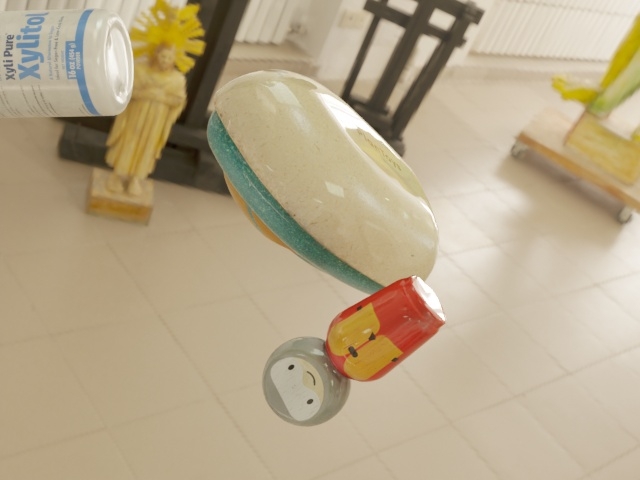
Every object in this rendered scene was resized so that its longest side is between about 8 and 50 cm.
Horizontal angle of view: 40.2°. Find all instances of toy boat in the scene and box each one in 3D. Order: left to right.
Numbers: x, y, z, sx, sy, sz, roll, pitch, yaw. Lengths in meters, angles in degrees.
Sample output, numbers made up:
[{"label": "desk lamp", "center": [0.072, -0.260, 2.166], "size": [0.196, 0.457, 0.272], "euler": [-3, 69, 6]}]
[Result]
[{"label": "toy boat", "center": [0.000, 0.000, 0.735], "size": [0.267, 0.148, 0.318], "euler": [39, 24, -35]}]

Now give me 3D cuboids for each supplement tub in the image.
[{"label": "supplement tub", "center": [-0.184, -0.116, 0.576], "size": [0.107, 0.071, 0.071], "euler": [-1, 33, 5]}]
